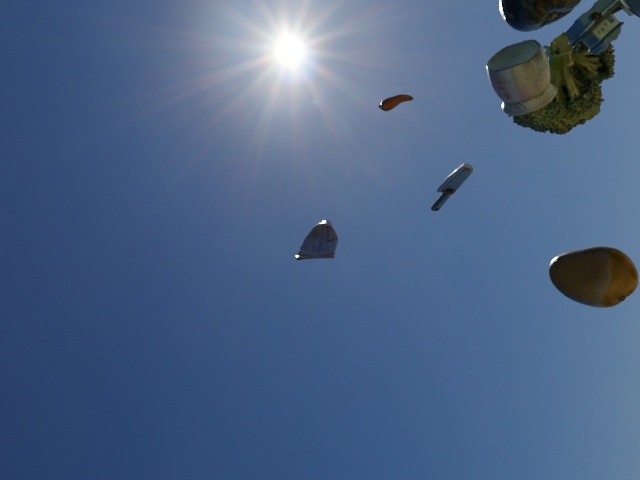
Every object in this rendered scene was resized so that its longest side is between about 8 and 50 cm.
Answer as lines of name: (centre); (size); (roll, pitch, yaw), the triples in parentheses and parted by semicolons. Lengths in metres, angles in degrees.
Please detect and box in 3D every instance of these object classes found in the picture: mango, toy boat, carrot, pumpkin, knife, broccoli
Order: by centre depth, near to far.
mango: (0.604, 0.076, 1.477); (0.098, 0.195, 0.137); (11, -86, -41)
toy boat: (0.685, -0.527, 1.551); (0.238, 0.109, 0.098); (-42, -93, -16)
knife: (0.359, -0.142, 1.859); (0.343, 0.061, 0.027); (115, 147, -71)
carrot: (0.216, -0.397, 1.890); (0.142, 0.035, 0.035); (-27, -60, -36)
broccoli: (0.752, -0.474, 1.999); (0.375, 0.249, 0.302); (-37, -5, -3)
pumpkin: (0.780, -0.874, 2.346); (0.300, 0.300, 0.207); (-24, -89, -48)

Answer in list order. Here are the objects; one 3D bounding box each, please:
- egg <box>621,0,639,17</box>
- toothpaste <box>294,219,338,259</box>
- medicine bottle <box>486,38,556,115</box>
egg: (0.646, -0.528, 1.270); (0.169, 0.169, 0.237); (-12, -106, -52)
toothpaste: (-0.002, 0.001, 1.932); (0.069, 0.099, 0.282); (55, -164, -11)
medicine bottle: (0.507, -0.407, 1.671); (0.147, 0.147, 0.143); (-53, -54, -32)
